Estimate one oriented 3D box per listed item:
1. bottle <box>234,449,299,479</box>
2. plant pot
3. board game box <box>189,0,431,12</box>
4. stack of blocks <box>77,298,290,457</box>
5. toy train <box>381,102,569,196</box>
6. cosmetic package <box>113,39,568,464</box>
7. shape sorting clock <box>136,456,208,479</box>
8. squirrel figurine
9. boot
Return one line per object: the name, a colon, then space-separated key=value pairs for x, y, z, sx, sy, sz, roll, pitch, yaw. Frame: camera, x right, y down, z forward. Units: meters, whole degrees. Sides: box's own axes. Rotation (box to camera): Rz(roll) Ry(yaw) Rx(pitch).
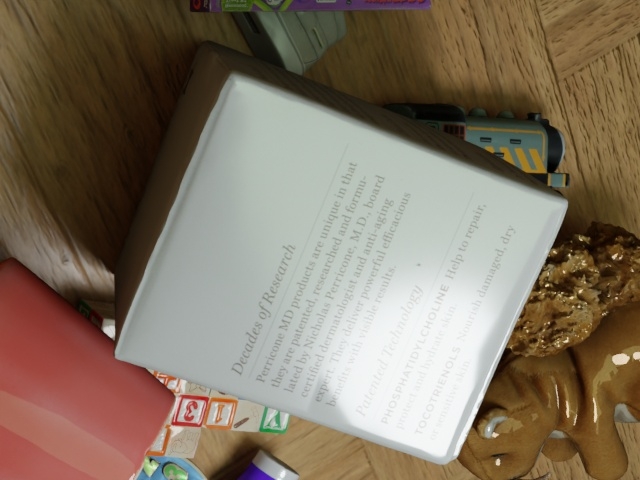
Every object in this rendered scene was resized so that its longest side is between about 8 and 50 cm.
bottle: x=-0.131 y=0.418 z=1.665 sx=0.282 sy=0.118 sz=0.092 roll=-56 pitch=146 yaw=-3
plant pot: x=-0.310 y=0.194 z=1.357 sx=0.243 sy=0.275 sz=0.275 roll=31 pitch=87 yaw=-6
board game box: x=-0.002 y=-0.375 z=1.456 sx=0.347 sy=0.056 sz=0.208 roll=-9 pitch=102 yaw=-40
stack of blocks: x=-0.178 y=0.184 z=1.586 sx=0.297 sy=0.087 sz=0.171 roll=10 pitch=100 yaw=-32
toy train: x=0.208 y=-0.091 z=1.709 sx=0.334 sy=0.142 sz=0.190 roll=0 pitch=95 yaw=-31
cosmetic package: x=0.000 y=0.000 z=1.418 sx=0.394 sy=0.329 sz=0.327 roll=20 pitch=101 yaw=-14
shape sorting clock: x=-0.233 y=0.367 z=1.598 sx=0.206 sy=0.040 sz=0.206 roll=0 pitch=90 yaw=-3
squirrel figurine: x=0.340 y=0.171 z=1.809 sx=0.371 sy=0.281 sz=0.396 roll=-15 pitch=113 yaw=-14
boot: x=-0.056 y=-0.327 z=1.512 sx=0.123 sy=0.095 sz=0.258 roll=-42 pitch=130 yaw=-20
